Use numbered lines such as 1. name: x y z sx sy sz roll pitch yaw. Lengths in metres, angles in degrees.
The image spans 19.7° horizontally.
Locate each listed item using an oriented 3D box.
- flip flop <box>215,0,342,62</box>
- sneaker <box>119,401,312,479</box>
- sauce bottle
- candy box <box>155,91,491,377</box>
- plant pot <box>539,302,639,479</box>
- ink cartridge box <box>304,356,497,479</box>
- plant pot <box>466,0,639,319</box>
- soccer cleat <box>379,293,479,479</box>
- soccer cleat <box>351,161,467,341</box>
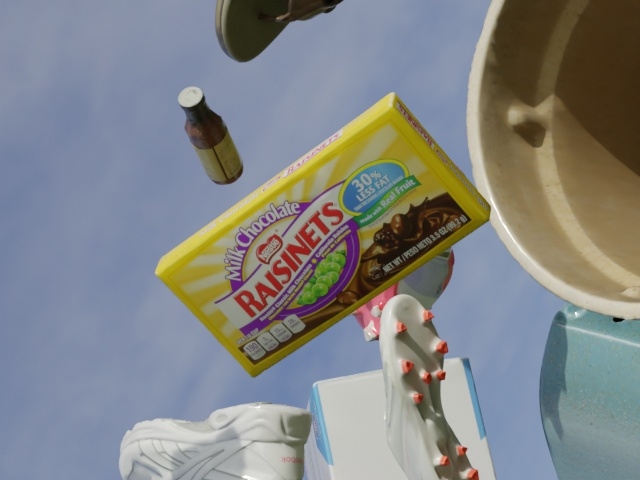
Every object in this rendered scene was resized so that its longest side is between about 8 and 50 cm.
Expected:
1. flip flop: 0.003 -0.292 1.964 0.277 0.080 0.112 -37 -41 -3
2. sneaker: -0.102 0.213 1.628 0.090 0.232 0.115 13 -111 -39
3. sauce bottle: -0.111 -0.106 1.844 0.042 0.042 0.128 -58 -28 -25
4. candy box: 0.000 0.000 1.216 0.206 0.105 0.027 -35 16 22
5. plant pot: 0.354 0.136 1.760 0.247 0.248 0.252 -43 -59 -24
6. ink cartridge box: 0.092 0.285 2.282 0.270 0.197 0.198 104 156 -71
7. plant pot: 0.334 -0.092 1.378 0.305 0.334 0.334 10 -78 -45
8. soccer cleat: 0.081 0.145 1.640 0.068 0.076 0.196 -21 -82 -39
9. soccer cleat: 0.095 0.003 1.732 0.095 0.083 0.248 -23 -29 -34
